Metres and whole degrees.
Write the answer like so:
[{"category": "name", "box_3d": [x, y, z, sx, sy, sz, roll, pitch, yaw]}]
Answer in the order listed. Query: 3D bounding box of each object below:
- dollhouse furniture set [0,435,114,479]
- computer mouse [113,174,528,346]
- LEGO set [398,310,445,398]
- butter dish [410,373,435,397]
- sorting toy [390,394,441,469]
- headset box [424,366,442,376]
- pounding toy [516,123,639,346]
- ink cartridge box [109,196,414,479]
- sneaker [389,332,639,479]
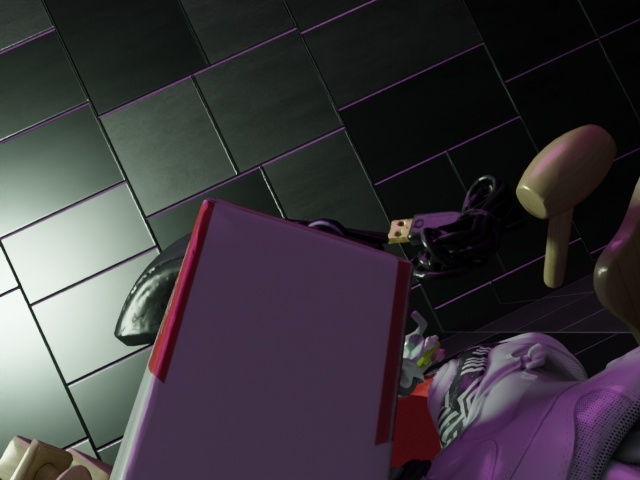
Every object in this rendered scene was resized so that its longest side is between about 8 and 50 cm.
[{"category": "dollhouse furniture set", "box_3d": [-0.202, 0.344, 0.791, 0.303, 0.174, 0.355, -61, -29, -12]}, {"category": "computer mouse", "box_3d": [0.000, 0.000, 0.636, 0.262, 0.060, 0.184, -14, 6, 28]}, {"category": "LEGO set", "box_3d": [-0.006, 0.109, 0.770, 0.287, 0.132, 0.107, -25, 10, 48]}, {"category": "butter dish", "box_3d": [0.118, 0.187, 1.077, 0.160, 0.118, 0.160, -26, -4, 0]}, {"category": "sorting toy", "box_3d": [-0.015, 0.261, 0.795, 0.365, 0.127, 0.126, -26, -32, -36]}, {"category": "headset box", "box_3d": [0.146, 0.208, 1.296, 0.062, 0.083, 0.032, -23, -5, -25]}, {"category": "pounding toy", "box_3d": [0.243, 0.003, 0.630, 0.154, 0.269, 0.155, -46, 25, -5]}, {"category": "ink cartridge box", "box_3d": [-0.057, 0.143, 0.529, 0.273, 0.114, 0.197, 118, 167, -51]}, {"category": "sneaker", "box_3d": [0.161, 0.130, 0.606, 0.210, 0.137, 0.366, -27, 1, 31]}]
